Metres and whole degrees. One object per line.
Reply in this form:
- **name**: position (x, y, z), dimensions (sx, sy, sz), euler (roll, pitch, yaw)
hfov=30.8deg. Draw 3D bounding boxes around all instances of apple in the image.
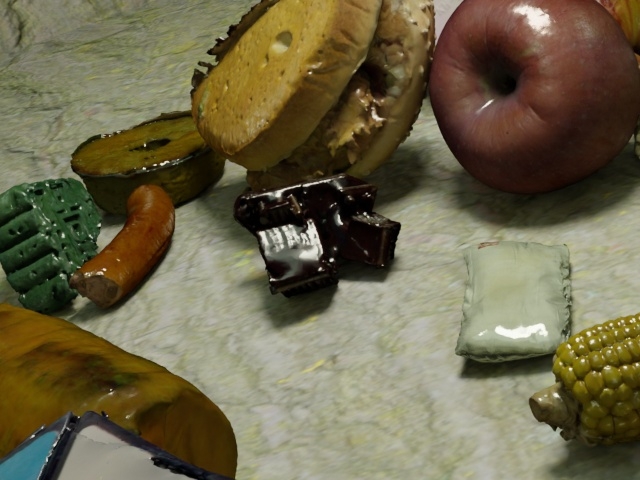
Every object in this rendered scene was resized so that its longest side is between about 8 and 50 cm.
- **apple**: position (0.291, -0.207, 1.573), dimensions (0.235, 0.306, 0.305), euler (-2, 9, -44)

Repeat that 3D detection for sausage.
- **sausage**: position (-0.281, 0.001, 1.760), dimensions (0.103, 0.076, 0.302), euler (0, 29, 14)

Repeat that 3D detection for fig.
- **fig**: position (0.453, -0.310, 1.814), dimensions (0.175, 0.175, 0.207), euler (-18, 46, 2)

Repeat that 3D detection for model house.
- **model house**: position (0.003, -0.010, 1.531), dimensions (0.203, 0.141, 0.164), euler (-19, 15, -7)

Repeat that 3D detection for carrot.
- **carrot**: position (-0.239, 0.213, 1.131), dimensions (0.340, 0.241, 0.241), euler (14, 41, 45)

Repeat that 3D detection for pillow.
- **pillow**: position (0.223, 0.065, 1.333), dimensions (0.128, 0.051, 0.229), euler (-4, 30, 13)

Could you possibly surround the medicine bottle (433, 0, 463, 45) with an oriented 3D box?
- **medicine bottle**: position (0.227, -0.378, 2.011), dimensions (0.170, 0.170, 0.293), euler (-19, 6, 0)

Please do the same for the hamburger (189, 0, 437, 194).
- **hamburger**: position (-0.003, -0.194, 1.710), dimensions (0.445, 0.268, 0.287), euler (-32, 50, 47)

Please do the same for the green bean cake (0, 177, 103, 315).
- **green bean cake**: position (-0.402, 0.003, 1.779), dimensions (0.107, 0.193, 0.208), euler (-33, -3, 18)

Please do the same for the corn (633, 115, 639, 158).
- **corn**: position (0.474, -0.181, 1.614), dimensions (0.087, 0.087, 0.211), euler (-10, 29, 18)

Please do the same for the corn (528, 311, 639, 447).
- **corn**: position (0.352, 0.110, 1.092), dimensions (0.321, 0.119, 0.119), euler (-15, 26, -3)

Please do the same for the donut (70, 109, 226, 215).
- **donut**: position (-0.284, -0.129, 2.002), dimensions (0.272, 0.107, 0.272), euler (-10, 28, 6)

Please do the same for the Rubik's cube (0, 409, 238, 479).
- **Rubik's cube**: position (-0.150, 0.334, 0.758), dimensions (0.305, 0.310, 0.307), euler (-34, 28, -30)
